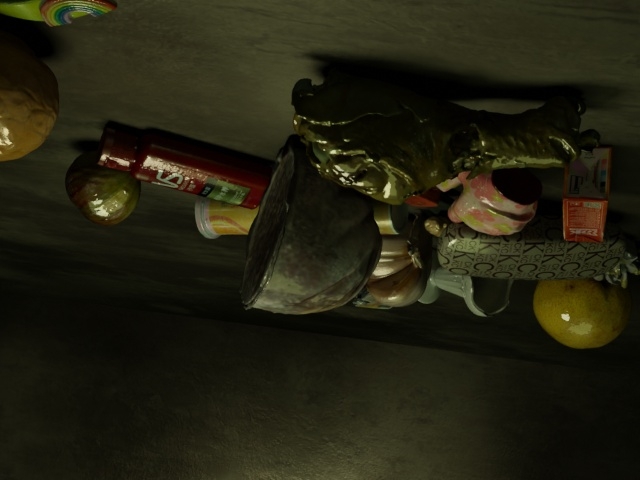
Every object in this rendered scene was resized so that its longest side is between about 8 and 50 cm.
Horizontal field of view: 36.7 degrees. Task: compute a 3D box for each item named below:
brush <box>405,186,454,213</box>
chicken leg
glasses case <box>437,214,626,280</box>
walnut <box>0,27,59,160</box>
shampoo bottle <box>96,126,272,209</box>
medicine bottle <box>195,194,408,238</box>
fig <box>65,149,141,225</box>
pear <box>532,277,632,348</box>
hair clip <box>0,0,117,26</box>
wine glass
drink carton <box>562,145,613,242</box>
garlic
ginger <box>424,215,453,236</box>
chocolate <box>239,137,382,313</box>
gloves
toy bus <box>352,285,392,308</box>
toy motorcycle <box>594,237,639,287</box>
[{"bbox_3d":[0.133,-0.110,1.715,0.070,0.051,0.323,5,170,43],"label":"brush"},{"bbox_3d":[0.174,-0.149,1.355,0.429,0.201,0.153,0,-167,11],"label":"chicken leg"},{"bbox_3d":[0.394,0.015,1.807,0.355,0.085,0.137,2,145,-8],"label":"glasses case"},{"bbox_3d":[-0.482,-0.215,1.390,0.195,0.195,0.221,4,158,17],"label":"walnut"},{"bbox_3d":[-0.249,-0.133,1.773,0.314,0.076,0.118,14,157,-21],"label":"shampoo bottle"},{"bbox_3d":[-0.042,-0.057,1.903,0.426,0.108,0.108,0,164,27],"label":"medicine bottle"},{"bbox_3d":[-0.363,-0.121,1.845,0.245,0.149,0.149,-19,158,14],"label":"fig"},{"bbox_3d":[0.570,0.134,2.089,0.209,0.208,0.209,8,166,2],"label":"pear"},{"bbox_3d":[-0.359,-0.306,1.258,0.188,0.033,0.060,2,164,24],"label":"hair clip"},{"bbox_3d":[0.309,0.083,2.152,0.197,0.164,0.165,3,166,44],"label":"wine glass"},{"bbox_3d":[0.433,-0.072,1.575,0.071,0.096,0.223,4,165,15],"label":"drink carton"},{"bbox_3d":[0.133,0.017,1.977,0.257,0.207,0.207,16,164,-30],"label":"garlic"},{"bbox_3d":[0.349,-0.009,1.946,0.288,0.075,0.089,13,164,-2],"label":"ginger"},{"bbox_3d":[0.000,0.000,1.671,0.213,0.303,0.303,16,164,-14],"label":"chocolate"},{"bbox_3d":[0.281,-0.068,1.651,0.145,0.126,0.241,9,160,-12],"label":"gloves"},{"bbox_3d":[0.164,0.111,2.445,0.138,0.097,0.342,9,166,-10],"label":"toy bus"},{"bbox_3d":[0.551,0.037,1.947,0.225,0.073,0.152,25,139,-30],"label":"toy motorcycle"}]
